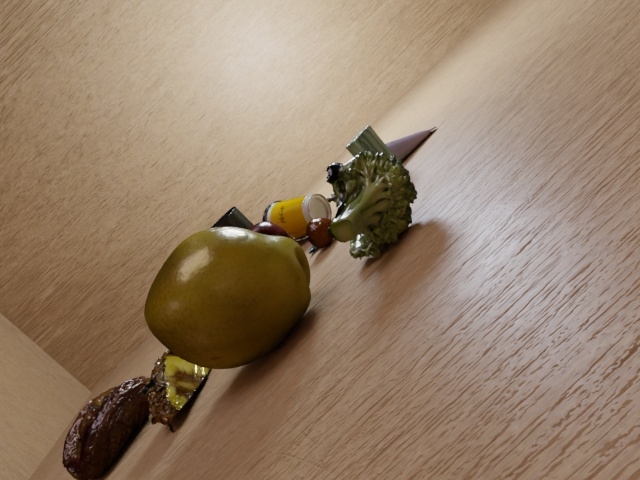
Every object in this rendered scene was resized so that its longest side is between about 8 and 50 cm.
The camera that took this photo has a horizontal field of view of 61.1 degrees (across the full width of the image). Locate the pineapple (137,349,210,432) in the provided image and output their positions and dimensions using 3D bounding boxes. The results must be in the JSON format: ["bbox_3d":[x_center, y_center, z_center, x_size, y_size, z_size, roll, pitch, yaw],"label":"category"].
[{"bbox_3d":[-0.450,0.429,1.578,0.161,0.158,0.334,-41,12,17],"label":"pineapple"}]

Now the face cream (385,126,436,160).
[{"bbox_3d":[0.294,-0.338,2.003,0.273,0.096,0.154,-33,4,-17],"label":"face cream"}]

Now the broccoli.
[{"bbox_3d":[0.089,-0.074,1.292,0.243,0.246,0.263,-46,-10,-50],"label":"broccoli"}]

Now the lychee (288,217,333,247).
[{"bbox_3d":[-0.013,-0.020,1.827,0.140,0.101,0.114,-44,29,5],"label":"lychee"}]

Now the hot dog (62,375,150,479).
[{"bbox_3d":[-0.692,0.597,1.787,0.267,0.174,0.388,-34,13,33],"label":"hot dog"}]

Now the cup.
[{"bbox_3d":[-0.096,-0.091,2.199,0.279,0.196,0.196,-16,28,45],"label":"cup"}]

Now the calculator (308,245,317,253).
[{"bbox_3d":[0.000,0.000,1.937,0.094,0.019,0.141,-38,11,29],"label":"calculator"}]

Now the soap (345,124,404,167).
[{"bbox_3d":[0.185,-0.276,1.824,0.063,0.198,0.114,-29,16,51],"label":"soap"}]

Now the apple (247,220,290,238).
[{"bbox_3d":[-0.206,0.055,1.980,0.234,0.234,0.234,-42,11,10],"label":"apple"}]

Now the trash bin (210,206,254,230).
[{"bbox_3d":[-0.316,0.030,2.226,0.203,0.301,0.252,-50,12,-30],"label":"trash bin"}]

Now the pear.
[{"bbox_3d":[-0.226,0.139,1.366,0.417,0.363,0.362,-16,12,1],"label":"pear"}]
